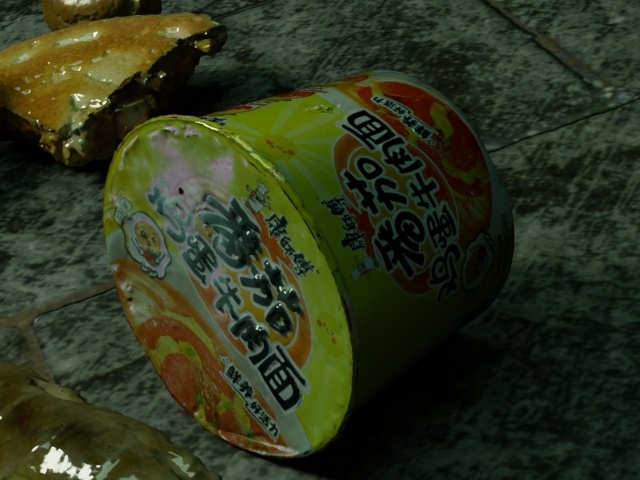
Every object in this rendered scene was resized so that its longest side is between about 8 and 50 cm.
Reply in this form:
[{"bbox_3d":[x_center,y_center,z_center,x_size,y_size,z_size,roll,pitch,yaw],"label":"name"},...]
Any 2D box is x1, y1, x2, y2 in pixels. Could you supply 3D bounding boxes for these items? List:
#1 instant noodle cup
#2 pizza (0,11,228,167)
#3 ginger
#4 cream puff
[{"bbox_3d":[0.000,0.000,1.345,0.200,0.264,0.264,-27,32,-36],"label":"instant noodle cup"},{"bbox_3d":[-0.221,-0.133,1.804,0.290,0.081,0.228,-14,33,5],"label":"pizza"},{"bbox_3d":[-0.171,0.158,1.270,0.263,0.109,0.116,24,73,47],"label":"ginger"},{"bbox_3d":[-0.225,-0.237,1.961,0.126,0.103,0.144,-13,30,-11],"label":"cream puff"}]
